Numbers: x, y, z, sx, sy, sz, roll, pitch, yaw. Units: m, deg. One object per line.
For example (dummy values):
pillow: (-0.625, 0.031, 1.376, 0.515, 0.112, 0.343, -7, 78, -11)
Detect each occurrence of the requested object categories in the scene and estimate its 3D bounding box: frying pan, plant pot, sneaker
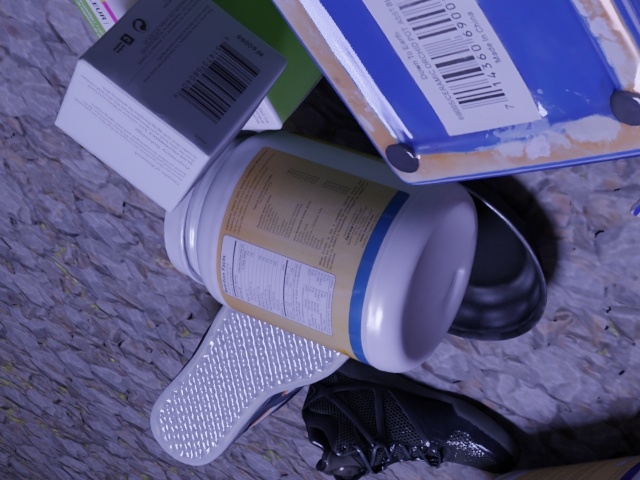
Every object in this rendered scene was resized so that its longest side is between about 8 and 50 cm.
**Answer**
frying pan: (0.050, 0.003, 0.955, 0.326, 0.053, 0.197, 3, 135, 44)
plant pot: (0.101, -0.160, 0.527, 0.236, 0.212, 0.236, -6, 130, 47)
sneaker: (0.081, 0.208, 1.134, 0.227, 0.130, 0.087, 22, 148, 16)
sneaker: (-0.047, 0.098, 1.129, 0.126, 0.127, 0.321, 48, 123, 0)

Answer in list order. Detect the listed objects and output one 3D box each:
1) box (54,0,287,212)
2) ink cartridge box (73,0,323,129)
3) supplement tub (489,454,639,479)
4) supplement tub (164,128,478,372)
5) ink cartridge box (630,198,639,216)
box: (-0.097, -0.096, 0.728, 0.102, 0.101, 0.087, 37, 148, -4)
ink cartridge box: (-0.046, -0.174, 0.762, 0.255, 0.097, 0.189, 5, 138, 42)
supplement tub: (0.252, 0.320, 1.011, 0.241, 0.241, 0.331, 43, 149, -12)
supplement tub: (0.000, 0.000, 0.829, 0.200, 0.144, 0.144, 20, 146, 26)
ink cartridge box: (0.325, -0.031, 0.620, 0.224, 0.045, 0.223, 26, 151, -3)
